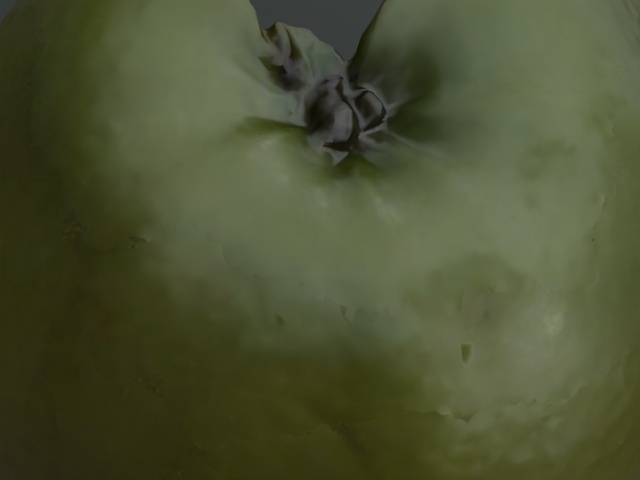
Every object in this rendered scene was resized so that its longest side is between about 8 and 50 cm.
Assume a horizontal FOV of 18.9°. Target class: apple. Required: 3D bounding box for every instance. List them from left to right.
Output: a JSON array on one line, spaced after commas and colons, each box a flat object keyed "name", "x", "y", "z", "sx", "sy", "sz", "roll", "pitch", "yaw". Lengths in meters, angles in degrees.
[{"name": "apple", "x": 0.000, "y": 0.000, "z": 0.703, "sx": 0.292, "sy": 0.254, "sz": 0.292, "roll": 0, "pitch": 68, "yaw": -1}]
